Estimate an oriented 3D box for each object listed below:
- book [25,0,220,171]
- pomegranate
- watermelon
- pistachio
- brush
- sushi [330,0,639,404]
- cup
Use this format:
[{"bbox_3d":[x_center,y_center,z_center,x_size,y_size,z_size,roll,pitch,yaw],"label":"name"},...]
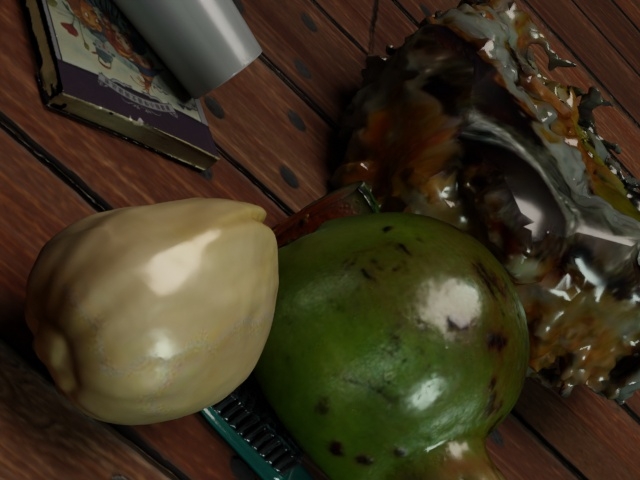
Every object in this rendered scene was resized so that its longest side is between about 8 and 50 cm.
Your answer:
[{"bbox_3d":[-0.155,-0.166,1.181,0.157,0.026,0.231,21,41,-49],"label":"book"},{"bbox_3d":[0.057,0.080,1.047,0.190,0.159,0.241,49,14,-37],"label":"pomegranate"},{"bbox_3d":[0.000,0.000,1.182,0.094,0.135,0.125,-1,55,-17],"label":"watermelon"},{"bbox_3d":[-0.081,0.037,0.924,0.117,0.145,0.200,60,21,13],"label":"pistachio"},{"bbox_3d":[-0.010,0.149,1.043,0.193,0.032,0.043,47,26,-12],"label":"brush"},{"bbox_3d":[0.186,-0.030,1.438,0.417,0.176,0.417,39,24,-20],"label":"sushi"},{"bbox_3d":[-0.101,-0.166,1.187,0.116,0.074,0.104,54,-6,-13],"label":"cup"}]
